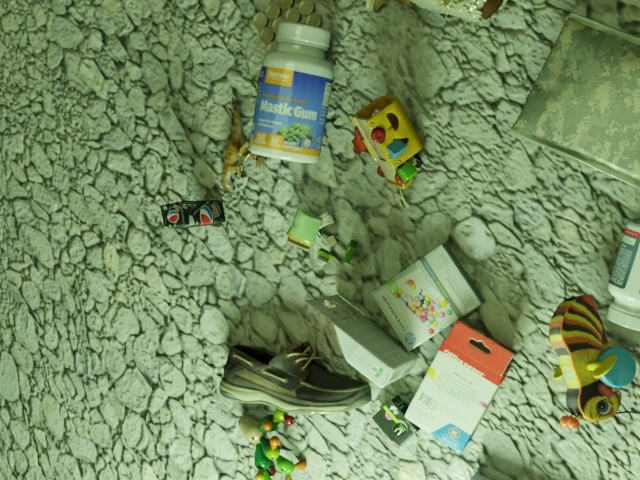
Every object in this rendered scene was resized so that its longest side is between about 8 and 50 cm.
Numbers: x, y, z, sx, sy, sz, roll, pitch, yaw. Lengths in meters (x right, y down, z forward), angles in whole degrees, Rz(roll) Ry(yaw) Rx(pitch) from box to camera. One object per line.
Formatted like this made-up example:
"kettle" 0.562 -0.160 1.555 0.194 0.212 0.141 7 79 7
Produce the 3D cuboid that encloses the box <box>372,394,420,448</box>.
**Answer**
"box" 0.161 0.374 1.688 0.083 0.052 0.062 48 110 14

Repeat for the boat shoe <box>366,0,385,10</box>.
"boat shoe" 0.143 -0.519 1.645 0.045 0.050 0.135 42 109 23

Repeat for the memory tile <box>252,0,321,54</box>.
"memory tile" -0.073 -0.476 1.768 0.148 0.012 0.113 -29 81 24

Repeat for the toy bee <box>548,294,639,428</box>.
"toy bee" 0.485 0.255 1.451 0.162 0.195 0.298 -28 64 -14

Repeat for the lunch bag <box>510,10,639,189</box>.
"lunch bag" 0.524 -0.232 1.422 0.287 0.169 0.235 31 105 25

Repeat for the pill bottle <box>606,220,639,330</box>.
"pill bottle" 0.574 0.064 1.448 0.107 0.108 0.180 19 101 23

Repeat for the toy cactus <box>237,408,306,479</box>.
"toy cactus" -0.112 0.440 1.799 0.180 0.112 0.219 34 131 43

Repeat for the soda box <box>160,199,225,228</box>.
"soda box" -0.279 -0.059 1.801 0.060 0.169 0.053 -10 90 25

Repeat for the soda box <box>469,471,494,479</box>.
"soda box" 0.384 0.536 1.585 0.216 0.069 0.074 20 101 22

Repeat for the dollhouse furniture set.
"dollhouse furniture set" 0.000 0.000 1.712 0.151 0.058 0.076 24 108 2

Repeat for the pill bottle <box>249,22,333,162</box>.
"pill bottle" -0.055 -0.305 1.693 0.152 0.152 0.272 13 99 24

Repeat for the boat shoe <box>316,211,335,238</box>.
"boat shoe" -0.011 -0.020 1.755 0.100 0.035 0.035 -37 75 15

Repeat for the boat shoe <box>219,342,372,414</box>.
"boat shoe" -0.062 0.289 1.744 0.355 0.132 0.130 2 94 24

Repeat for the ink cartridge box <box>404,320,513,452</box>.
"ink cartridge box" 0.280 0.282 1.613 0.134 0.078 0.231 31 105 20

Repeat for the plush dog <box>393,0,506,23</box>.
"plush dog" 0.233 -0.558 1.537 0.210 0.262 0.226 26 94 61

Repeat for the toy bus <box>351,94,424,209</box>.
"toy bus" 0.153 -0.191 1.626 0.104 0.202 0.191 -36 68 -9

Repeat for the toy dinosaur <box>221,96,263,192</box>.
"toy dinosaur" -0.183 -0.208 1.807 0.112 0.064 0.212 15 99 25

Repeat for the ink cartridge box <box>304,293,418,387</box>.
"ink cartridge box" 0.076 0.199 1.647 0.224 0.181 0.056 34 103 19

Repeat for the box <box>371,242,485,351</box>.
"box" 0.217 0.116 1.655 0.186 0.038 0.145 -37 78 23
